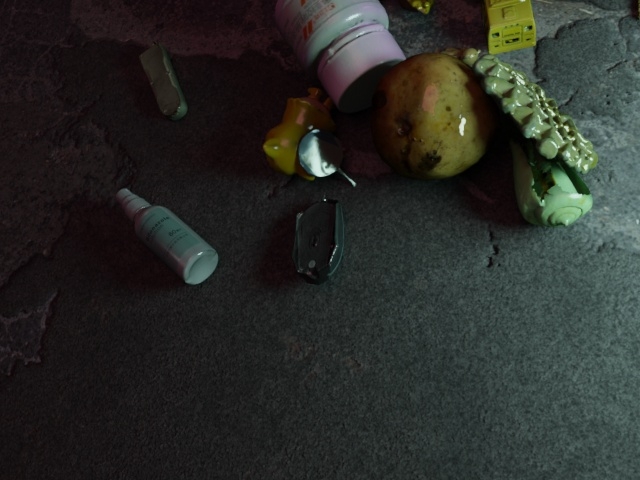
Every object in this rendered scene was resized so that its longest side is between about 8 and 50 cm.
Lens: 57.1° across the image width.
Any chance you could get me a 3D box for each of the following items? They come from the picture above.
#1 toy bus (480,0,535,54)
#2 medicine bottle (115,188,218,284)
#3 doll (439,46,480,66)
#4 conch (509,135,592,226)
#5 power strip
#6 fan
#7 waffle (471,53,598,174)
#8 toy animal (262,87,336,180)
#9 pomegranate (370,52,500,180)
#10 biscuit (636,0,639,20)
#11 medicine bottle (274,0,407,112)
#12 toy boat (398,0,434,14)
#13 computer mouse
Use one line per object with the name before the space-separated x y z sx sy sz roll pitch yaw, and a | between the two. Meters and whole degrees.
toy bus | 0.432 -0.612 1.403 0.121 0.123 0.336 -8 69 17
medicine bottle | -0.413 -0.026 1.517 0.352 0.110 0.110 37 87 27
doll | 0.338 -0.453 1.423 0.061 0.051 0.093 -37 63 -27
conch | 0.455 -0.137 1.212 0.143 0.137 0.251 -8 70 -21
power strip | -0.456 -0.462 1.720 0.080 0.048 0.286 -31 64 10
fan | 0.023 -0.188 1.405 0.175 0.005 0.113 40 81 -17
waffle | 0.437 -0.261 1.199 0.056 0.292 0.309 -44 56 33
toy animal | -0.043 -0.268 1.445 0.156 0.156 0.230 18 73 25
pomegranate | 0.245 -0.264 1.277 0.281 0.281 0.281 -7 70 18
biscuit | 0.783 -0.594 1.322 0.131 0.025 0.231 4 74 23
medicine bottle | 0.054 -0.488 1.426 0.241 0.241 0.302 -32 76 7
toy boat | 0.240 -0.688 1.504 0.099 0.141 0.318 -33 49 53
computer mouse | 0.003 0.001 1.380 0.126 0.071 0.231 -17 56 29
